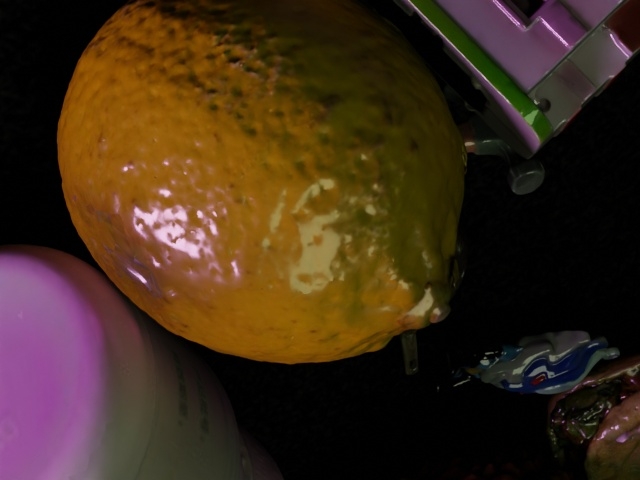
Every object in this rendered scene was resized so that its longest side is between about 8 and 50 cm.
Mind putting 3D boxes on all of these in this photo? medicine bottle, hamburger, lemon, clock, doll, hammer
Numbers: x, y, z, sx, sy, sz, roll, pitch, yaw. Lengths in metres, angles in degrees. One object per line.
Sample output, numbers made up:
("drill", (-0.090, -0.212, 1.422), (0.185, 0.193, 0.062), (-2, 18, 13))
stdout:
("medicine bottle", (-0.180, 0.174, 1.210), (0.256, 0.256, 0.325), (-37, 145, 3))
("hamburger", (0.317, 0.168, 1.589), (0.206, 0.130, 0.183), (-17, 142, 6))
("lemon", (-0.035, -0.048, 1.078), (0.253, 0.310, 0.253), (-40, 153, -25))
("clock", (0.168, -0.243, 1.075), (0.309, 0.235, 0.166), (-44, 176, 0))
("doll", (0.189, 0.108, 1.496), (0.195, 0.070, 0.096), (-4, 158, -24))
("hammer", (0.018, -0.059, 1.242), (0.287, 0.111, 0.033), (-12, 147, -9))

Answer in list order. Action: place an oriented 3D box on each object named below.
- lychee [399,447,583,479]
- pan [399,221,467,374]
("lychee", (0.151, 0.337, 1.521), (0.304, 0.275, 0.276), (-43, 137, -14))
("pan", (0.087, 0.046, 1.394), (0.128, 0.048, 0.202), (-39, 135, 6))
